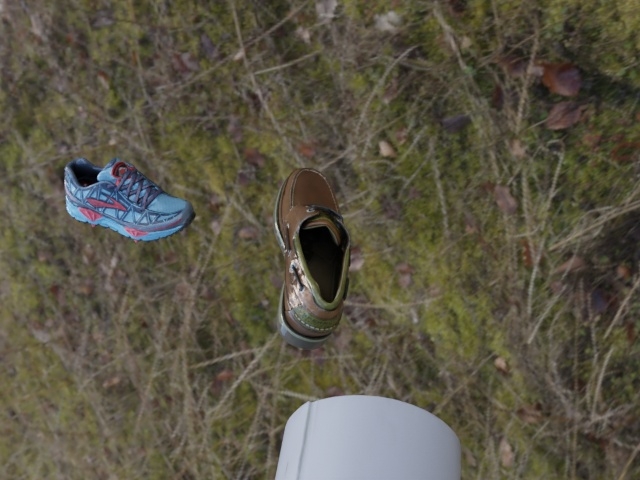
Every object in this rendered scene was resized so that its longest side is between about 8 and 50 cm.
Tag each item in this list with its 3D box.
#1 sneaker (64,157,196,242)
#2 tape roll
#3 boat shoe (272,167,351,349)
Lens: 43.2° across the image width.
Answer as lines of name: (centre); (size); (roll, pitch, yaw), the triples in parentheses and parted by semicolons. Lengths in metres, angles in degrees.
sneaker: (-0.346, -0.079, 1.417); (0.262, 0.104, 0.125); (11, 130, 16)
tape roll: (0.059, 0.337, 1.047); (0.246, 0.169, 0.246); (6, 138, 5)
boat shoe: (0.000, 0.000, 1.138); (0.104, 0.111, 0.307); (120, 153, -46)
